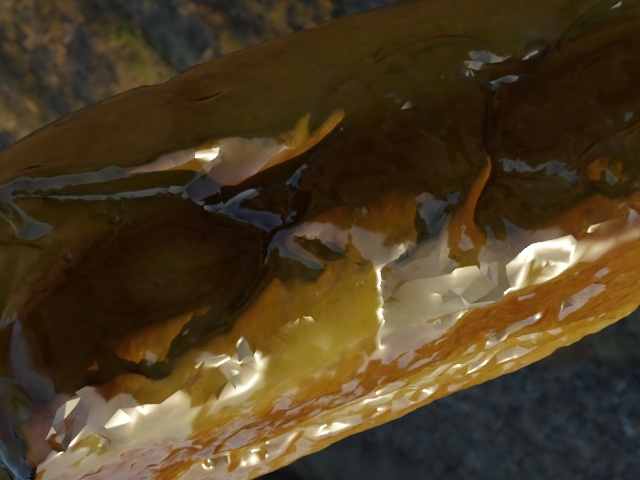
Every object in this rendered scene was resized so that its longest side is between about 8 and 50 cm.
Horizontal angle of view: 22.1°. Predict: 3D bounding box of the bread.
[{"bbox_3d":[-0.002,-0.006,0.668,0.149,0.344,0.195,62,159,19],"label":"bread"}]
